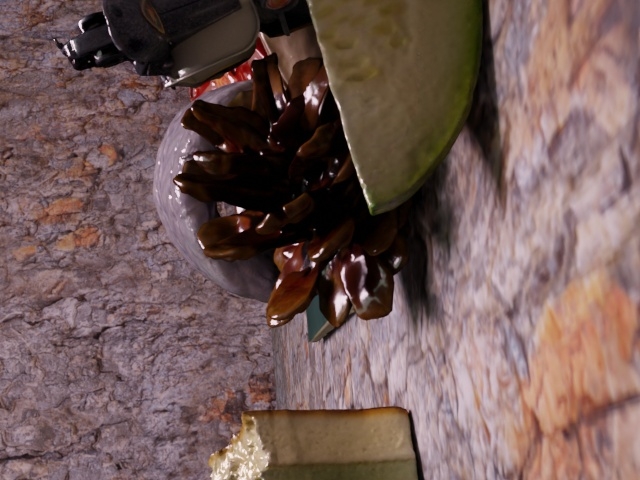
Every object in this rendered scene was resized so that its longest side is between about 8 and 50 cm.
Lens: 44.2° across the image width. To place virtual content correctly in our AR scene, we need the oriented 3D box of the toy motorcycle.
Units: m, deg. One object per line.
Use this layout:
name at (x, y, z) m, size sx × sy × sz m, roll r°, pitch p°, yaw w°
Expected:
toy motorcycle at (-0.081, -0.169, 0.581) m, size 0.263 × 0.157 × 0.091 m, roll -60°, pitch -51°, yaw -72°

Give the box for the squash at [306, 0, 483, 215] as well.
squash at (0.032, -0.191, 0.488) m, size 0.289 × 0.111 × 0.203 m, roll -96°, pitch -16°, yaw -45°

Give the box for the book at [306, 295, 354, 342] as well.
book at (0.000, 0.000, 1.141) m, size 0.379 × 0.031 × 0.264 m, roll 117°, pitch 150°, yaw -76°

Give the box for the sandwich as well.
sandwich at (-0.013, 0.250, 0.744) m, size 0.220 × 0.185 × 0.108 m, roll 95°, pitch 171°, yaw -51°

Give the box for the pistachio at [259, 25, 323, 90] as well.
pistachio at (-0.004, -0.213, 0.745) m, size 0.108 × 0.126 × 0.186 m, roll -4°, pitch 102°, yaw 59°

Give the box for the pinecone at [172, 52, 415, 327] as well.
pinecone at (-0.021, -0.047, 0.644) m, size 0.201 × 0.202 × 0.229 m, roll 38°, pitch -139°, yaw -56°

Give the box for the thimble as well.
thimble at (-0.073, -0.058, 0.897) m, size 0.157 × 0.217 × 0.246 m, roll -161°, pitch 60°, yaw -66°

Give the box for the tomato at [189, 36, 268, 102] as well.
tomato at (-0.127, -0.282, 1.510) m, size 0.233 × 0.139 × 0.201 m, roll -25°, pitch 95°, yaw 41°
